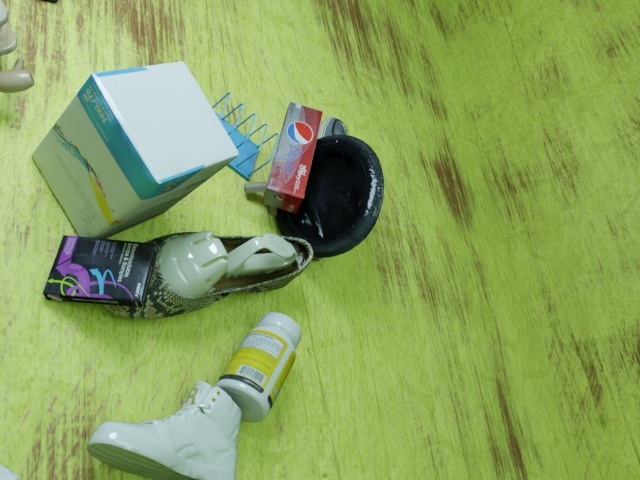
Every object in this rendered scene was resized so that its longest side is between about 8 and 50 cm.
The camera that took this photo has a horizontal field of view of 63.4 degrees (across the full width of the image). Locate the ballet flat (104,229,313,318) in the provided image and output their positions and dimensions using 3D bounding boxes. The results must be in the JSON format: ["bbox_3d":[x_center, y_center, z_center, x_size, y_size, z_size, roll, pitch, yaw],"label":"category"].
[{"bbox_3d":[-0.193,0.041,1.054,0.482,0.182,0.164,-6,72,-50],"label":"ballet flat"}]

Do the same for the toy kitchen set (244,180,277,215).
[{"bbox_3d":[-0.152,-0.110,1.317,0.068,0.075,0.083,-120,-156,-64],"label":"toy kitchen set"}]

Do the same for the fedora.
[{"bbox_3d":[0.040,-0.101,1.352,0.152,0.334,0.334,38,41,-59],"label":"fedora"}]

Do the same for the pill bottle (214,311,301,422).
[{"bbox_3d":[-0.121,0.255,1.069,0.119,0.119,0.208,50,40,-17],"label":"pill bottle"}]

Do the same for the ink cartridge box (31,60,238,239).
[{"bbox_3d":[-0.334,-0.152,0.929,0.197,0.270,0.198,59,38,-4],"label":"ink cartridge box"}]

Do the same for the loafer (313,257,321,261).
[{"bbox_3d":[0.000,0.000,1.415,0.039,0.045,0.125,38,47,-20],"label":"loafer"}]

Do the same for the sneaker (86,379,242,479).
[{"bbox_3d":[-0.254,0.319,0.901,0.292,0.108,0.169,41,41,-41],"label":"sneaker"}]

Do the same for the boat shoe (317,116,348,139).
[{"bbox_3d":[0.084,-0.259,1.561,0.127,0.158,0.341,25,52,-39],"label":"boat shoe"}]

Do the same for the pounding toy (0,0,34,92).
[{"bbox_3d":[-0.611,-0.351,0.886,0.154,0.155,0.270,-21,76,-24],"label":"pounding toy"}]

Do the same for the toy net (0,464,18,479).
[{"bbox_3d":[-0.407,0.207,0.482,0.045,0.122,0.232,-54,133,-4],"label":"toy net"}]

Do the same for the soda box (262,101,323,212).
[{"bbox_3d":[-0.066,-0.205,1.271,0.092,0.083,0.263,16,64,-9],"label":"soda box"}]

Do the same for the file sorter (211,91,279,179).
[{"bbox_3d":[-0.201,-0.259,1.277,0.170,0.104,0.118,37,46,-31],"label":"file sorter"}]

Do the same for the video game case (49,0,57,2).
[{"bbox_3d":[-0.668,-0.600,0.986,0.274,0.035,0.248,-10,78,-52],"label":"video game case"}]

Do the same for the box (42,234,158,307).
[{"bbox_3d":[-0.373,0.051,0.890,0.162,0.029,0.116,5,58,-5],"label":"box"}]
